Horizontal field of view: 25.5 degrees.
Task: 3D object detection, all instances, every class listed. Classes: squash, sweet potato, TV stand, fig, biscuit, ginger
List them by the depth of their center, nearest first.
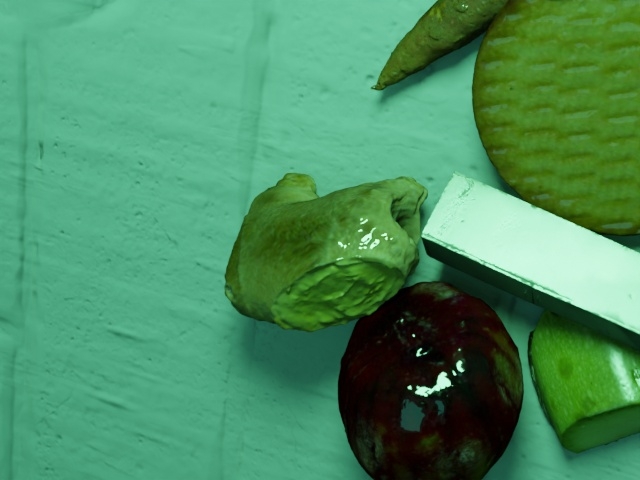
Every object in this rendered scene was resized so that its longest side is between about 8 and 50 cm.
[{"bbox_3d":[0.315,-0.148,1.482,0.317,0.040,0.318,9,119,17],"label":"biscuit"},{"bbox_3d":[0.166,-0.256,1.527,0.314,0.066,0.072,-32,133,30],"label":"sweet potato"},{"bbox_3d":[0.252,0.025,1.555,0.269,0.083,0.088,25,78,18],"label":"TV stand"},{"bbox_3d":[0.311,0.151,1.583,0.192,0.085,0.184,-27,94,29],"label":"squash"},{"bbox_3d":[0.124,0.181,1.611,0.224,0.224,0.263,17,114,20],"label":"fig"},{"bbox_3d":[0.000,0.000,1.640,0.275,0.221,0.130,-29,129,15],"label":"ginger"}]
